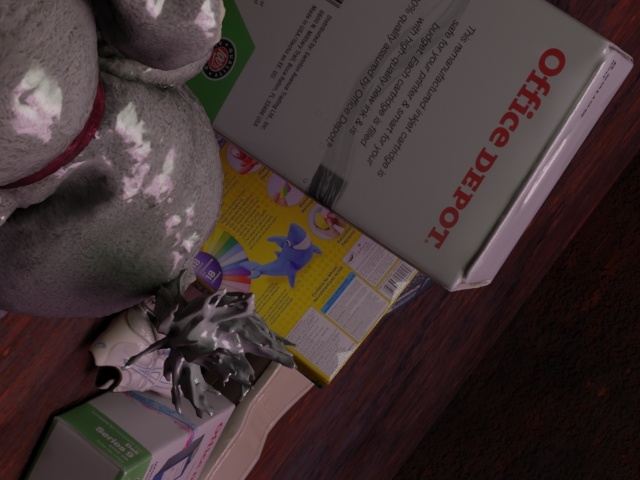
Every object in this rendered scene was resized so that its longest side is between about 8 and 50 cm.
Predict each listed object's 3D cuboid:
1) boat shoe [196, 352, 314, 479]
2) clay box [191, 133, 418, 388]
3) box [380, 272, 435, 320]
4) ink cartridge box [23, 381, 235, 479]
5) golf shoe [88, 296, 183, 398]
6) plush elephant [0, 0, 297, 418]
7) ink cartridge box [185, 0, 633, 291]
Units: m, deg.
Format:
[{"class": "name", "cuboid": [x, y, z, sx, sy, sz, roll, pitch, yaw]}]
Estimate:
[{"class": "boat shoe", "cuboid": [-0.069, 0.141, 1.790, 0.324, 0.097, 0.116, -53, 153, -22]}, {"class": "clay box", "cuboid": [-0.044, 0.004, 1.380, 0.127, 0.222, 0.053, -50, 179, -14]}, {"class": "box", "cuboid": [0.000, 0.000, 1.540, 0.233, 0.183, 0.059, -29, 150, -59]}, {"class": "ink cartridge box", "cuboid": [-0.192, 0.220, 1.598, 0.154, 0.093, 0.212, -62, 165, 22]}, {"class": "golf shoe", "cuboid": [-0.170, 0.110, 1.523, 0.086, 0.069, 0.176, -32, 155, -11]}, {"class": "plush elephant", "cuboid": [-0.165, -0.071, 0.804, 0.272, 0.330, 0.255, -44, 144, -11]}, {"class": "ink cartridge box", "cuboid": [0.052, -0.124, 1.237, 0.211, 0.289, 0.121, -58, 164, 11]}]
